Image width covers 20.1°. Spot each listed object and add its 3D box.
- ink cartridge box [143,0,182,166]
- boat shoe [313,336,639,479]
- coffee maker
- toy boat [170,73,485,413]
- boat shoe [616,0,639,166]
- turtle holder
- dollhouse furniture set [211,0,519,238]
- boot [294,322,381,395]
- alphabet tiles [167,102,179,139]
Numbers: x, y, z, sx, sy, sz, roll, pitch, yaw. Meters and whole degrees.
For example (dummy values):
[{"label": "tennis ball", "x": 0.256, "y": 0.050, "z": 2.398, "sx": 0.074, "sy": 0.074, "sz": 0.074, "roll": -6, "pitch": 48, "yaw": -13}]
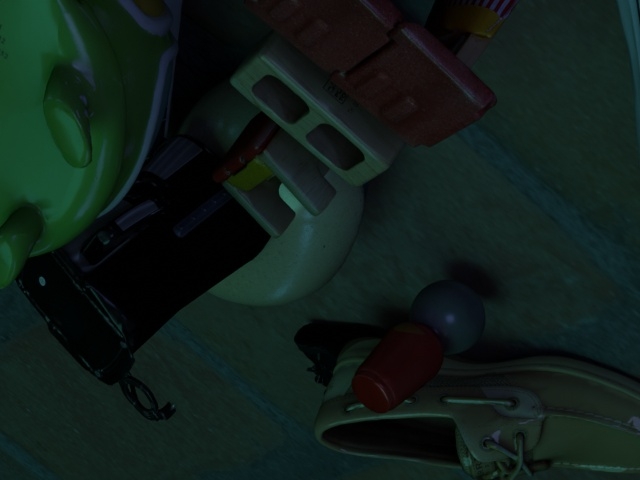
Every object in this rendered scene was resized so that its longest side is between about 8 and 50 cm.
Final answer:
[{"label": "ink cartridge box", "x": -0.205, "y": -0.108, "z": 1.563, "sx": 0.165, "sy": 0.065, "sz": 0.332, "roll": 38, "pitch": 138, "yaw": 30}, {"label": "boat shoe", "x": 0.162, "y": 0.176, "z": 1.655, "sx": 0.341, "sy": 0.110, "sz": 0.121, "roll": 6, "pitch": 139, "yaw": 24}, {"label": "coffee maker", "x": -0.129, "y": 0.026, "z": 1.456, "sx": 0.120, "sy": 0.178, "sz": 0.171, "roll": -6, "pitch": 117, "yaw": 52}, {"label": "toy boat", "x": 0.000, "y": 0.000, "z": 1.580, "sx": 0.318, "sy": 0.148, "sz": 0.267, "roll": 47, "pitch": 146, "yaw": 2}, {"label": "boat shoe", "x": 0.255, "y": -0.082, "z": 1.097, "sx": 0.119, "sy": 0.121, "sz": 0.335, "roll": -147, "pitch": 34, "yaw": -74}, {"label": "turtle holder", "x": -0.219, "y": -0.151, "z": 1.309, "sx": 0.243, "sy": 0.227, "sz": 0.320, "roll": 13, "pitch": 121, "yaw": 20}, {"label": "dollhouse furniture set", "x": 0.031, "y": -0.159, "z": 1.260, "sx": 0.152, "sy": 0.201, "sz": 0.374, "roll": 40, "pitch": 156, "yaw": -10}, {"label": "boot", "x": 0.036, "y": 0.130, "z": 1.813, "sx": 0.121, "sy": 0.045, "sz": 0.099, "roll": 6, "pitch": 140, "yaw": 45}, {"label": "alphabet tiles", "x": -0.211, "y": -0.121, "z": 1.738, "sx": 0.198, "sy": 0.009, "sz": 0.237, "roll": 18, "pitch": 146, "yaw": 28}]
